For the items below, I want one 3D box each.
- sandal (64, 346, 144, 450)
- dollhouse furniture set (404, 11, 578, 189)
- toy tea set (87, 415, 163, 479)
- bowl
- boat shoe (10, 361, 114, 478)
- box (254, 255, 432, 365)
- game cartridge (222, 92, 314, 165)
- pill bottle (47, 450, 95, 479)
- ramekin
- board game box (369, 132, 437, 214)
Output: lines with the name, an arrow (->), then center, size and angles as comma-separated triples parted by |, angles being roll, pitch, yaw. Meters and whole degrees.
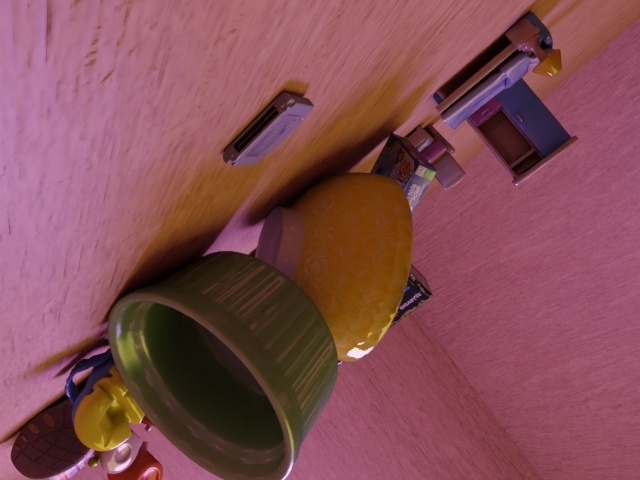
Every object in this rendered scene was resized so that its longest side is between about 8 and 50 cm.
sandal -> -0.288, 0.182, 0.867 | 0.138, 0.126, 0.317 | 6, -147, 37
dollhouse furniture set -> 0.295, -0.183, 0.911 | 0.286, 0.198, 0.303 | -39, 173, 17
toy tea set -> -0.368, 0.407, 1.199 | 0.124, 0.200, 0.336 | 8, -145, 36
bowl -> -0.006, 0.024, 0.793 | 0.156, 0.290, 0.289 | 14, 148, -23
boat shoe -> -0.445, 0.340, 1.038 | 0.324, 0.123, 0.116 | -35, 176, 1
box -> 0.018, 0.094, 1.055 | 0.295, 0.293, 0.073 | -40, -155, 17
game cartridge -> -0.045, -0.098, 0.474 | 0.083, 0.017, 0.056 | -39, 170, 22
pill bottle -> -0.507, 0.408, 1.154 | 0.221, 0.121, 0.121 | -36, 175, -35
ramekin -> -0.123, 0.162, 0.718 | 0.303, 0.303, 0.148 | -43, 179, 44
board game box -> 0.101, -0.057, 0.858 | 0.201, 0.035, 0.136 | -63, -156, 22
